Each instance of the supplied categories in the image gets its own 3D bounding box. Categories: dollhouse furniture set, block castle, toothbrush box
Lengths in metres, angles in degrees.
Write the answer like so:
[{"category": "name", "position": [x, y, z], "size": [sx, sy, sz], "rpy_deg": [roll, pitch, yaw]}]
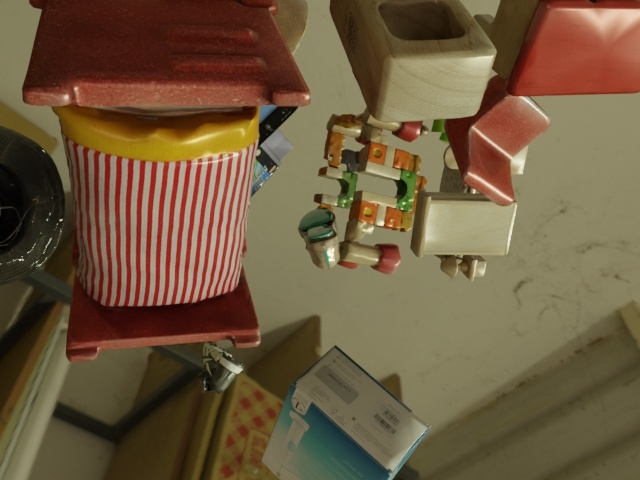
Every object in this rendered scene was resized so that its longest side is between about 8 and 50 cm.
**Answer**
[{"category": "dollhouse furniture set", "position": [0.229, -0.104, 1.328], "size": [0.355, 0.174, 0.303], "rpy_deg": [-115, -152, -65]}, {"category": "dollhouse furniture set", "position": [0.030, -0.060, 0.415], "size": [0.201, 0.375, 0.152], "rpy_deg": [102, -21, -47]}, {"category": "block castle", "position": [0.139, -0.141, 1.882], "size": [0.303, 0.213, 0.452], "rpy_deg": [4, -96, 64]}, {"category": "toothbrush box", "position": [0.033, 0.365, 1.191], "size": [0.126, 0.216, 0.295], "rpy_deg": [-35, 154, -40]}]

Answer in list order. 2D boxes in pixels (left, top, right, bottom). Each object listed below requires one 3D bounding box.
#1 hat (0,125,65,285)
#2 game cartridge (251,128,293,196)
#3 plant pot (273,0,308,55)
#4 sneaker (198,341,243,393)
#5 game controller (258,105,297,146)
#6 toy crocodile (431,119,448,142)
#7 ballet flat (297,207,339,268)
[{"category": "hat", "position": [-0.657, -0.078, 1.284], "size": [0.331, 0.331, 0.134], "rpy_deg": [-55, -136, 0]}, {"category": "game cartridge", "position": [-0.252, -0.186, 1.680], "size": [0.355, 0.230, 0.068], "rpy_deg": [-49, -152, -9]}, {"category": "plant pot", "position": [-0.165, -0.286, 0.747], "size": [0.216, 0.230, 0.215], "rpy_deg": [-21, -131, 25]}, {"category": "sneaker", "position": [-0.261, 0.312, 1.633], "size": [0.106, 0.078, 0.234], "rpy_deg": [-58, -160, -9]}, {"category": "game controller", "position": [-0.169, -0.285, 1.449], "size": [0.319, 0.167, 0.067], "rpy_deg": [-53, 180, -42]}, {"category": "toy crocodile", "position": [0.430, -0.283, 1.805], "size": [0.105, 0.341, 0.115], "rpy_deg": [35, -75, 56]}, {"category": "ballet flat", "position": [0.000, 0.000, 1.733], "size": [0.108, 0.106, 0.316], "rpy_deg": [-15, -164, 5]}]
